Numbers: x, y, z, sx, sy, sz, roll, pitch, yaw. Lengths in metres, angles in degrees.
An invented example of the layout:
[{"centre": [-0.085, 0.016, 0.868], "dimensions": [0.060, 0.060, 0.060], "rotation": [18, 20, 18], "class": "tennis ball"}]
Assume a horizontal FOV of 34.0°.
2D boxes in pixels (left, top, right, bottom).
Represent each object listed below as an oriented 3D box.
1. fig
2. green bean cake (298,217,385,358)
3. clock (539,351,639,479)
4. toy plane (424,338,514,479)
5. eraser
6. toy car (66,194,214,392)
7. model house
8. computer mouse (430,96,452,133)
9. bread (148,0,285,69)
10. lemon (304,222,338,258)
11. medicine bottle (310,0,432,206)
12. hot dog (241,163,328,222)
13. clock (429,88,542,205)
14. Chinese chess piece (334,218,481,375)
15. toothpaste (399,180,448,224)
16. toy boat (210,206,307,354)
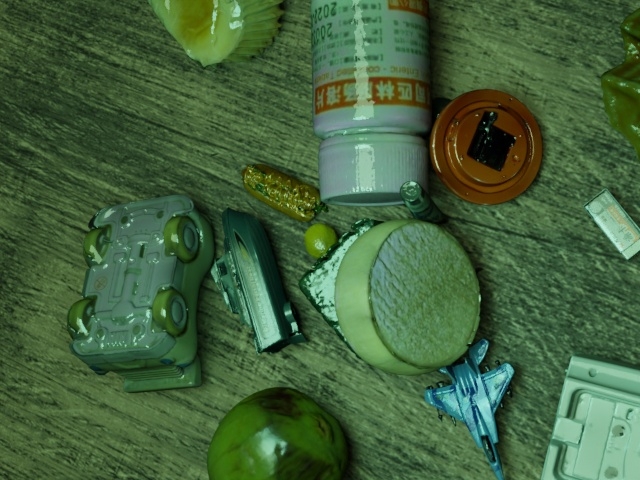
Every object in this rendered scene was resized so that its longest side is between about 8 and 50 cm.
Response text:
[{"centre": [-0.088, 0.397, 1.890], "dimensions": [0.271, 0.239, 0.239], "rotation": [-38, 73, 33], "class": "fig"}, {"centre": [0.093, 0.089, 1.907], "dimensions": [0.193, 0.107, 0.208], "rotation": [-42, 74, 11], "class": "green bean cake"}, {"centre": [0.493, 0.337, 1.727], "dimensions": [0.231, 0.116, 0.262], "rotation": [14, 92, 21], "class": "clock"}, {"centre": [0.281, 0.305, 1.834], "dimensions": [0.169, 0.078, 0.246], "rotation": [-23, 84, 18], "class": "toy plane"}, {"centre": [0.507, -0.028, 1.795], "dimensions": [0.052, 0.029, 0.122], "rotation": [-40, 73, 14], "class": "eraser"}, {"centre": [-0.326, 0.105, 2.034], "dimensions": [0.242, 0.226, 0.336], "rotation": [-9, 56, 21], "class": "toy car"}, {"centre": [0.578, -0.284, 1.711], "dimensions": [0.268, 0.173, 0.239], "rotation": [-37, 75, 12], "class": "model house"}, {"centre": [0.241, -0.211, 1.905], "dimensions": [0.135, 0.047, 0.079], "rotation": [38, 99, 22], "class": "computer mouse"}, {"centre": [-0.221, -0.525, 2.057], "dimensions": [0.236, 0.183, 0.389], "rotation": [-31, 81, 32], "class": "bread"}, {"centre": [0.000, 0.000, 1.973], "dimensions": [0.065, 0.065, 0.092], "rotation": [-40, 38, 14], "class": "lemon"}, {"centre": [0.090, -0.262, 1.875], "dimensions": [0.219, 0.219, 0.388], "rotation": [-2, 85, 21], "class": "medicine bottle"}, {"centre": [-0.074, -0.092, 2.013], "dimensions": [0.188, 0.055, 0.072], "rotation": [26, 94, 22], "class": "hot dog"}, {"centre": [0.292, -0.163, 1.834], "dimensions": [0.205, 0.051, 0.205], "rotation": [0, 89, -10], "class": "clock"}, {"centre": [0.151, 0.096, 1.797], "dimensions": [0.112, 0.270, 0.270], "rotation": [-12, 80, 53], "class": "Chinese chess piece"}, {"centre": [0.176, -0.056, 1.813], "dimensions": [0.062, 0.239, 0.039], "rotation": [-12, 75, 12], "class": "toothpaste"}, {"centre": [-0.133, 0.075, 1.991], "dimensions": [0.122, 0.114, 0.296], "rotation": [-22, 78, 10], "class": "toy boat"}]
